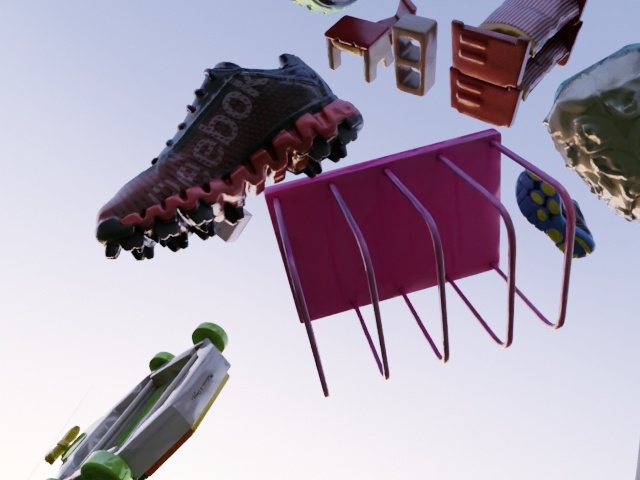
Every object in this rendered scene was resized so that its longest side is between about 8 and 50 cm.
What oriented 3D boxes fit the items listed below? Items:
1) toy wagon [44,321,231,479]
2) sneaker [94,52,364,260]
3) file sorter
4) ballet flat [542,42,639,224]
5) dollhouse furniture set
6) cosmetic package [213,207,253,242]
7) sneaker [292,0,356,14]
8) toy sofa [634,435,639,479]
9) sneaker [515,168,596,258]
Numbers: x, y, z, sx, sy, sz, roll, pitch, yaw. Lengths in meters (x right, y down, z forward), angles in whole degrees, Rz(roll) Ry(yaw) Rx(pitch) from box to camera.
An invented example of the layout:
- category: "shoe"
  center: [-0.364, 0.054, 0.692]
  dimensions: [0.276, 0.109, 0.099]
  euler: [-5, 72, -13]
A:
- category: "toy wagon"
  center: [-0.270, 0.258, 0.687]
  dimensions: [0.344, 0.267, 0.068]
  euler: [-34, -78, 29]
- category: "sneaker"
  center: [-0.098, -0.089, 0.464]
  dimensions: [0.135, 0.276, 0.097]
  euler: [57, -13, 2]
- category: "file sorter"
  center: [0.106, 0.028, 0.552]
  dimensions: [0.290, 0.182, 0.202]
  euler: [-15, -58, -4]
- category: "ballet flat"
  center: [0.366, -0.036, 0.424]
  dimensions: [0.408, 0.147, 0.147]
  euler: [15, -39, -31]
- category: "dollhouse furniture set"
  center: [0.203, -0.351, 0.793]
  dimensions: [0.374, 0.201, 0.152]
  euler: [30, -25, 29]
- category: "cosmetic package"
  center: [-0.178, -0.053, 0.811]
  dimensions: [0.115, 0.041, 0.060]
  euler: [38, -80, 10]
- category: "sneaker"
  center: [-0.005, -0.504, 0.772]
  dimensions: [0.202, 0.482, 0.185]
  euler: [-28, -87, 32]
- category: "toy sofa"
  center: [0.547, 0.399, 0.676]
  dimensions: [0.150, 0.362, 0.177]
  euler: [-15, -81, 41]
- category: "sneaker"
  center: [0.388, -0.049, 0.807]
  dimensions: [0.188, 0.078, 0.067]
  euler: [44, -52, -15]
